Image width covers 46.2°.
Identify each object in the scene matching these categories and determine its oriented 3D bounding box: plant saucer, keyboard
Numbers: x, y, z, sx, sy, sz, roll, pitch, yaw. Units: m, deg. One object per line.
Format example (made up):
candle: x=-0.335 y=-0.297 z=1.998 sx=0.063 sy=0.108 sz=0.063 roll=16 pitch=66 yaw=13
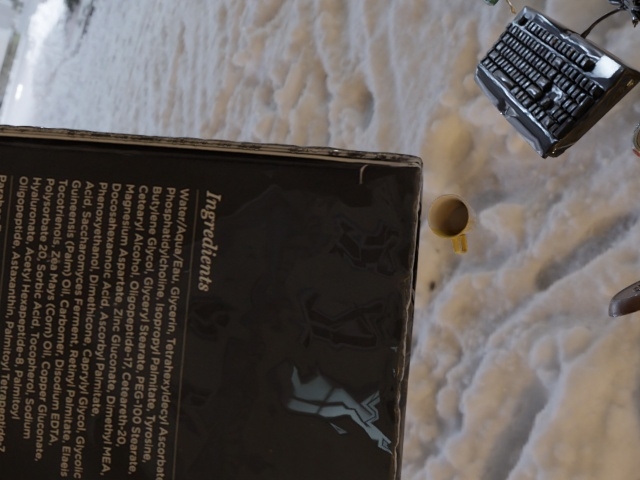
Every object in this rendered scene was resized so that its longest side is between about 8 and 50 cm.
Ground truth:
plant saucer: x=0.637 y=0.099 z=1.466 sx=0.168 sy=0.168 sz=0.029 roll=-31 pitch=86 yaw=53
keyboard: x=0.274 y=-0.219 z=0.842 sx=0.201 sy=0.033 sz=0.317 roll=-46 pitch=22 yaw=18

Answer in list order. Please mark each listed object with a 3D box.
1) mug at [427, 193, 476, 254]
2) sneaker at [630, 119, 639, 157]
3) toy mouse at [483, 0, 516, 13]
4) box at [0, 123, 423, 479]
mug: x=0.189 y=-0.025 z=1.068 sx=0.062 sy=0.064 sz=0.078 roll=22 pitch=97 yaw=27
sneaker: x=0.566 y=-0.224 z=1.166 sx=0.225 sy=0.092 sz=0.088 roll=-52 pitch=56 yaw=10
toy mouse: x=0.138 y=-0.280 z=0.724 sx=0.031 sy=0.161 sz=0.143 roll=-42 pitch=2 yaw=12
box: x=-0.139 y=0.063 z=0.787 sx=0.480 sy=0.471 sz=0.297 roll=12 pitch=-99 yaw=-83
